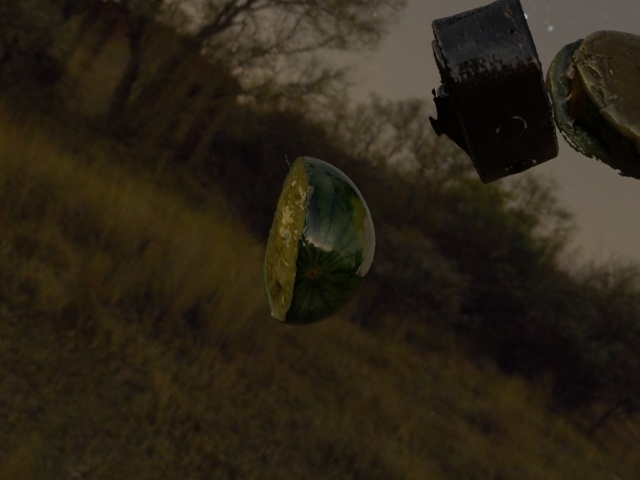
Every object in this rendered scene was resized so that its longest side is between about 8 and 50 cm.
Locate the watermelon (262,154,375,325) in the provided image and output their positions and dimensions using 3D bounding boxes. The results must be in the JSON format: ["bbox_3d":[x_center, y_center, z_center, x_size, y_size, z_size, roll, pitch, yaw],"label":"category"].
[{"bbox_3d":[0.001,0.003,1.217,0.127,0.204,0.232,7,4,-11],"label":"watermelon"}]

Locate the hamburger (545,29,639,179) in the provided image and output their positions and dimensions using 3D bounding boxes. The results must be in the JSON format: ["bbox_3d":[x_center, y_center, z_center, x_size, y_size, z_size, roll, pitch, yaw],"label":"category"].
[{"bbox_3d":[0.483,-0.203,1.457,0.285,0.265,0.134,8,-30,-22],"label":"hamburger"}]

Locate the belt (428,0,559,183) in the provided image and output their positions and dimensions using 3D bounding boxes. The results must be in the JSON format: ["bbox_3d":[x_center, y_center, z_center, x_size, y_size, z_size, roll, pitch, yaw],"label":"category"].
[{"bbox_3d":[0.224,-0.192,1.345,0.289,0.164,0.184,57,16,-57],"label":"belt"}]
